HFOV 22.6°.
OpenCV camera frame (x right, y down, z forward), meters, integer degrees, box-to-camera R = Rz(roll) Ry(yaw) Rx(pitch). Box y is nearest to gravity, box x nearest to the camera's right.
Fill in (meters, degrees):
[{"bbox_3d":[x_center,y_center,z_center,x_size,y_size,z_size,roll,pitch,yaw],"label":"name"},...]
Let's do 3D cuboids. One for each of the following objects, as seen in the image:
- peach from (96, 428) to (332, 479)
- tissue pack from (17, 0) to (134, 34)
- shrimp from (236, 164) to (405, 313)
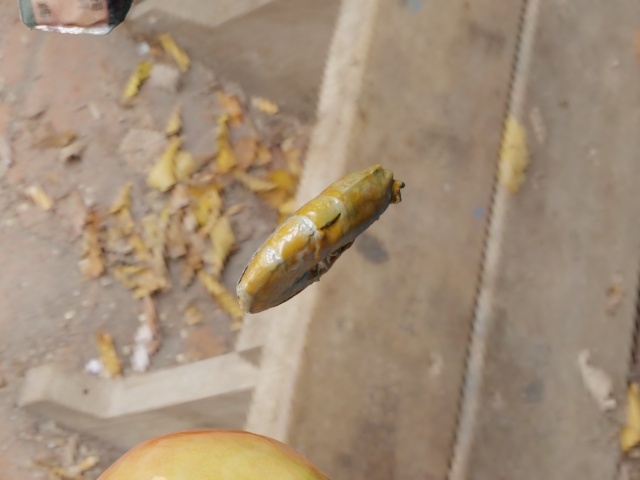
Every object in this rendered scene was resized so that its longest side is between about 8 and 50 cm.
[{"bbox_3d":[-0.051,0.181,0.803,0.184,0.184,0.184,13,70,-38],"label":"peach"},{"bbox_3d":[-0.192,-0.351,1.259,0.228,0.103,0.316,-77,165,-58],"label":"tissue pack"},{"bbox_3d":[-0.002,-0.003,1.338,0.187,0.132,0.052,-35,80,-28],"label":"shrimp"}]
